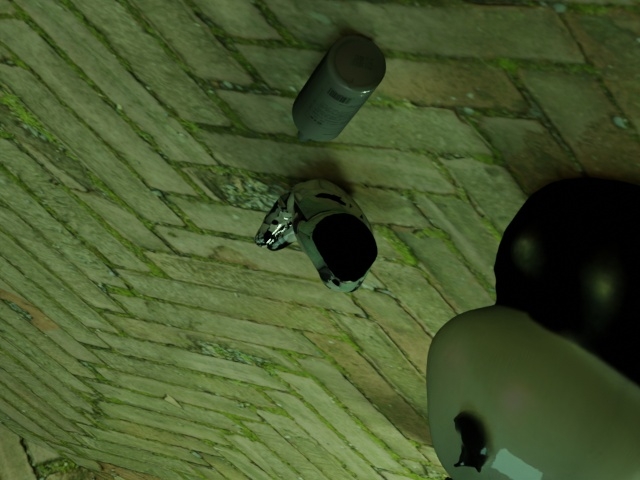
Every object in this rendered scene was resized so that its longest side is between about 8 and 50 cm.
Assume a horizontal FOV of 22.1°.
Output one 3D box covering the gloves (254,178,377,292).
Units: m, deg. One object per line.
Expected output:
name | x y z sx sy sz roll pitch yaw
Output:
gloves | 0.002 -0.008 1.794 0.128 0.111 0.212 27 -173 -16

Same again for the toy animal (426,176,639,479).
toy animal | 0.233 0.114 1.534 0.251 0.310 0.251 22 159 8

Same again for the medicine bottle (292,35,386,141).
medicine bottle | 0.008 -0.131 1.558 0.058 0.057 0.199 28 158 -5

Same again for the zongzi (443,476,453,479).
zongzi | 0.252 0.361 2.323 0.251 0.125 0.274 4 148 28
